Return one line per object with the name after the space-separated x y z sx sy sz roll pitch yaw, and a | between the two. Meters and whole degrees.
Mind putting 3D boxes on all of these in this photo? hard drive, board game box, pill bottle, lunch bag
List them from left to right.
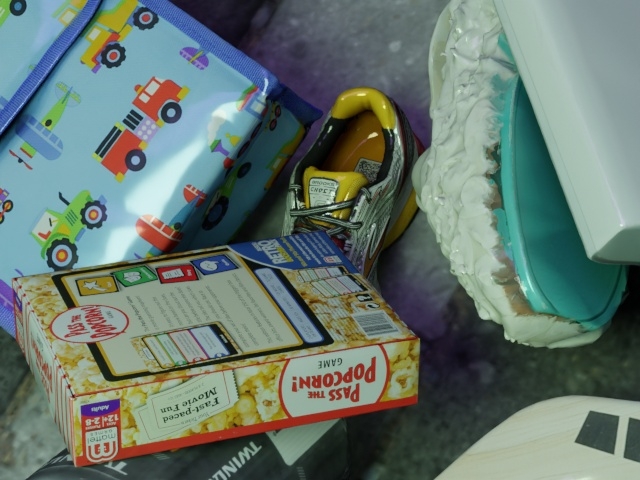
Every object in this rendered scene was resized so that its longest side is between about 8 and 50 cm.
-0.187 -0.084 1.156 0.293 0.138 0.221 36 93 13 | lunch bag
-0.092 0.159 0.993 0.130 0.130 0.246 15 29 24 | pill bottle
-0.062 0.054 1.008 0.193 0.045 0.147 -8 27 -18 | board game box
0.209 -0.141 1.112 0.233 0.047 0.353 3 56 -30 | hard drive

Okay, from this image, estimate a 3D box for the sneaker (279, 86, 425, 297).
0.000 0.000 1.155 0.088 0.092 0.225 8 62 20 | sneaker

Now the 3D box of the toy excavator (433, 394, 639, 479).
0.245 0.111 0.973 0.445 0.222 0.433 10 62 38 | toy excavator

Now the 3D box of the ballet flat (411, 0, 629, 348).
0.124 -0.080 1.150 0.147 0.147 0.409 -2 49 15 | ballet flat
